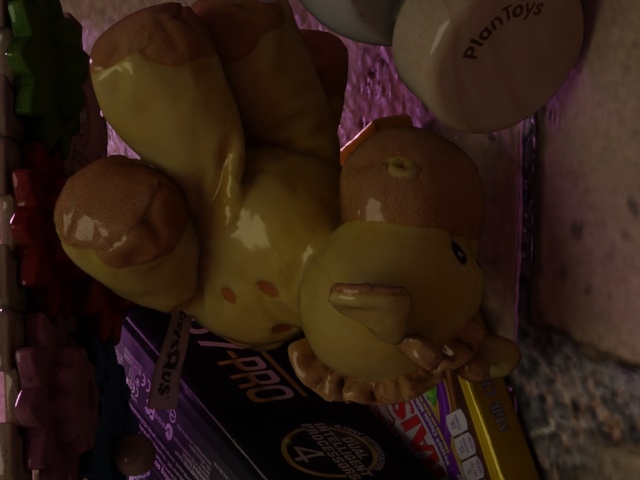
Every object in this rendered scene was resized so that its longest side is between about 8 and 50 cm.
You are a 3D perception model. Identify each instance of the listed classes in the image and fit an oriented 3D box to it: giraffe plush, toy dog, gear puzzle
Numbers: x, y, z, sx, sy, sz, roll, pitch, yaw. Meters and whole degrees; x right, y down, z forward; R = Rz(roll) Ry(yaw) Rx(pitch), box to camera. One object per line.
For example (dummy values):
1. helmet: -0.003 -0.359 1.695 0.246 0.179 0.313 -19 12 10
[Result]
1. giraffe plush: 0.000 0.000 0.862 0.170 0.181 0.210 16 114 36
2. toy dog: 0.032 -0.208 0.793 0.220 0.161 0.334 22 115 51
3. gear puzzle: -0.116 -0.041 0.944 0.175 0.044 0.339 48 -142 -75

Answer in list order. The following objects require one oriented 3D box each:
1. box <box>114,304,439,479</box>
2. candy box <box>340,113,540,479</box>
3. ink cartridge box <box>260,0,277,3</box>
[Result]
1. box: -0.045 0.213 1.033 0.395 0.097 0.318 40 129 50
2. candy box: 0.042 0.052 0.959 0.105 0.027 0.206 -40 65 54
3. ink cartridge box: -0.011 -0.275 0.703 0.330 0.071 0.324 -55 32 5
